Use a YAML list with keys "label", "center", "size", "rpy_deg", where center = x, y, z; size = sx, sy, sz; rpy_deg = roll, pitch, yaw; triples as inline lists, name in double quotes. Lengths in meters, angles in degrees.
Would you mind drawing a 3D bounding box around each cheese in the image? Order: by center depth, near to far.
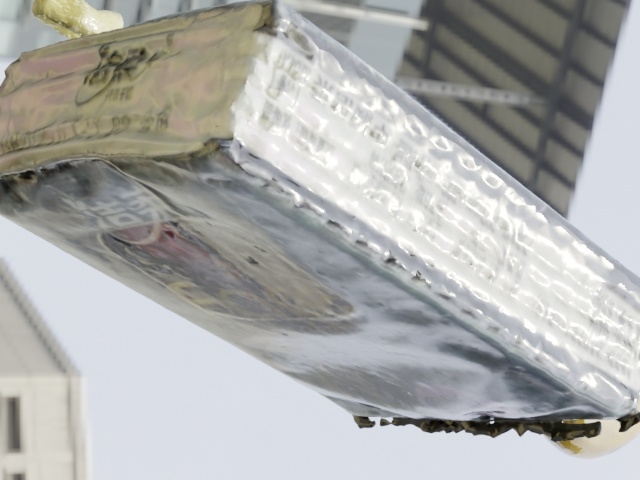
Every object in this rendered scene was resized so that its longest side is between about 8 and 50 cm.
- label: "cheese"
  center: [-0.200, -0.187, 1.309]
  size: [0.030, 0.083, 0.044]
  rpy_deg: [-3, -117, 49]

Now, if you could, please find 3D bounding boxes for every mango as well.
- label: "mango"
  center: [0.264, 0.141, 1.531]
  size: [0.098, 0.195, 0.137]
  rpy_deg: [-7, -84, 38]

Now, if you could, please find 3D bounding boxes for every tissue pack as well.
- label: "tissue pack"
  center: [0.000, 0.000, 0.933]
  size: [0.259, 0.361, 0.122]
  rpy_deg: [-5, -119, 46]
